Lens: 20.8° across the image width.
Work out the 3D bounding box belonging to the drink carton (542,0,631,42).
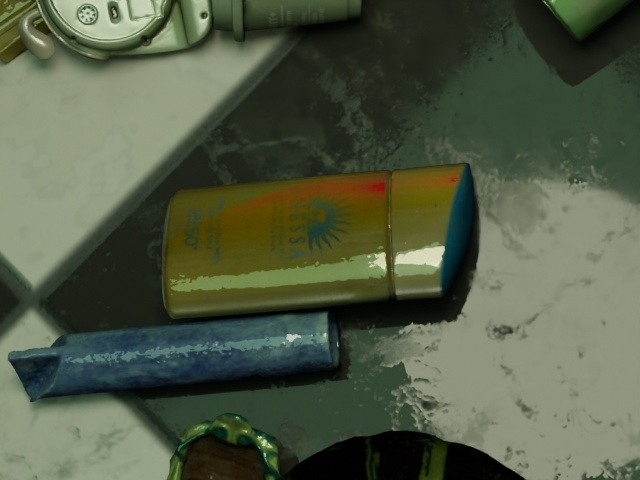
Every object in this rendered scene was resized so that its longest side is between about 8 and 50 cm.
[{"bbox_3d":[0.257,-0.265,1.594,0.142,0.146,0.144,-40,72,7],"label":"drink carton"}]

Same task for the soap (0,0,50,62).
[{"bbox_3d":[-0.240,-0.285,1.739,0.252,0.037,0.092,-36,74,0],"label":"soap"}]

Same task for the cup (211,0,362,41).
[{"bbox_3d":[-0.030,-0.248,1.654,0.141,0.120,0.120,1,76,2],"label":"cup"}]

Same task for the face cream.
[{"bbox_3d":[0.000,0.000,1.600,0.285,0.067,0.139,-5,56,9],"label":"face cream"}]

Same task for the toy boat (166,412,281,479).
[{"bbox_3d":[-0.105,0.300,1.539,0.108,0.099,0.293,9,71,12],"label":"toy boat"}]

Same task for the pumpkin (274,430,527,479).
[{"bbox_3d":[0.063,0.319,1.421,0.323,0.241,0.323,-1,80,4],"label":"pumpkin"}]

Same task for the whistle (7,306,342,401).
[{"bbox_3d":[-0.134,0.104,1.609,0.304,0.062,0.062,-6,75,9],"label":"whistle"}]

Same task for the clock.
[{"bbox_3d":[-0.203,-0.248,1.679,0.191,0.062,0.151,-11,95,-2],"label":"clock"}]
